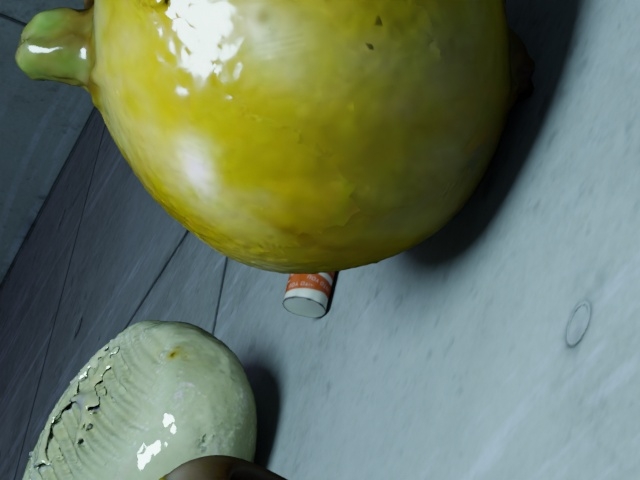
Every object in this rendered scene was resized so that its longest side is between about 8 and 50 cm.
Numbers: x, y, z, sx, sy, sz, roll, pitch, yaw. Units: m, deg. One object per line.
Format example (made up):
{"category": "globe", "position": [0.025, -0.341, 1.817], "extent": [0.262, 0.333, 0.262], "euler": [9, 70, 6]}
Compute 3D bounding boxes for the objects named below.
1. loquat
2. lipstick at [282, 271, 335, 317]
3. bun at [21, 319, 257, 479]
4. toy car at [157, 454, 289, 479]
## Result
{"category": "loquat", "position": [-0.033, -0.139, 1.283], "extent": [0.328, 0.359, 0.328], "euler": [180, 90, -89]}
{"category": "lipstick", "position": [0.000, 0.000, 1.579], "extent": [0.038, 0.038, 0.131], "euler": [138, 149, -61]}
{"category": "bun", "position": [-0.150, 0.196, 1.624], "extent": [0.273, 0.168, 0.273], "euler": [-45, 28, 31]}
{"category": "toy car", "position": [-0.011, 0.232, 0.939], "extent": [0.240, 0.271, 0.341], "euler": [-45, 21, 16]}
